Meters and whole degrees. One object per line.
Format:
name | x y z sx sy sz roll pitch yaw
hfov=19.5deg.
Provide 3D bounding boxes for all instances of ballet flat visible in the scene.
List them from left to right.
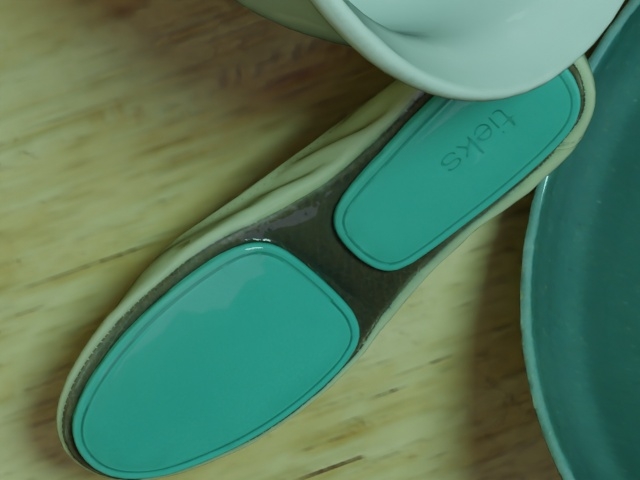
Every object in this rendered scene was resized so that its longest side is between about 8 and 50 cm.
ballet flat | 0.000 0.000 0.726 0.248 0.086 0.086 -37 107 6

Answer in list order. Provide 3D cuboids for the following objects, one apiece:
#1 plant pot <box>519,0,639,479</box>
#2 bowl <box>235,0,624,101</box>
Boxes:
plant pot | 0.248 0.018 0.693 0.196 0.293 0.293 21 100 -42
bowl | 0.004 -0.195 0.617 0.298 0.134 0.298 -11 104 -54
